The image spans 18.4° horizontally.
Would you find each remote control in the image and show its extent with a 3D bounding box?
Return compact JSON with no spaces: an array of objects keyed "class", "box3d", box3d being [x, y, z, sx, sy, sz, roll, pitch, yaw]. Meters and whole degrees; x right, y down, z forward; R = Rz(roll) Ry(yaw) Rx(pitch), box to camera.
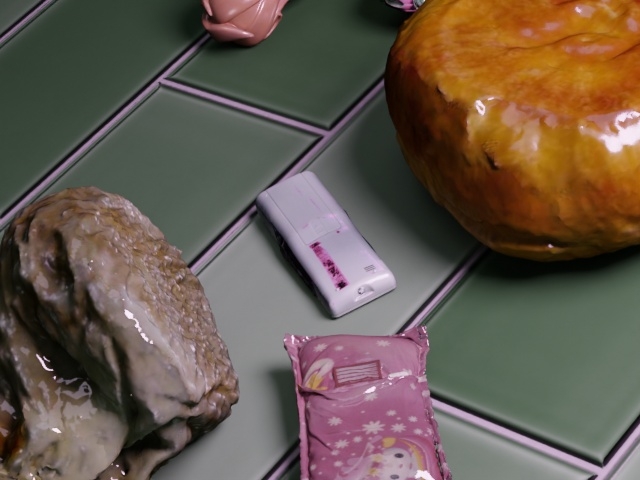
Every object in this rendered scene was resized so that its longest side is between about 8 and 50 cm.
[{"class":"remote control","box3d":[0.000,0.000,1.656,0.065,0.029,0.166,-26,40,-9]}]

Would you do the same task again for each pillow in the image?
[{"class":"pillow","box3d":[0.034,0.133,1.483,0.118,0.043,0.185,-8,44,4]}]

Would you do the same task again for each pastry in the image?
[{"class":"pastry","box3d":[0.216,-0.125,1.618,0.356,0.164,0.356,-8,37,6]}]

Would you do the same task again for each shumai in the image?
[{"class":"shumai","box3d":[-0.194,0.089,1.513,0.222,0.225,0.260,-32,21,13]}]

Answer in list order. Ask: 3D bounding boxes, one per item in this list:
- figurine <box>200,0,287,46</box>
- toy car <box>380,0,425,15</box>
[{"class":"figurine","box3d":[-0.060,-0.263,1.919,0.114,0.126,0.157,-44,15,46]},{"class":"toy car","box3d":[0.114,-0.244,1.872,0.142,0.055,0.069,-23,38,-26]}]
